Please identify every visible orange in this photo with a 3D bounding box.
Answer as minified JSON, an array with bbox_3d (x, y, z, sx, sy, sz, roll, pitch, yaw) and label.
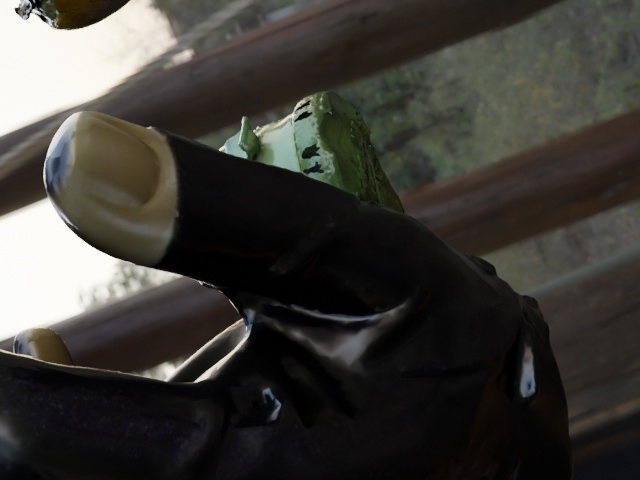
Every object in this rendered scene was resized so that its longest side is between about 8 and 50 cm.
[{"bbox_3d":[-0.193,-0.253,1.095,0.112,0.170,0.160,29,-149,-16],"label":"orange"}]

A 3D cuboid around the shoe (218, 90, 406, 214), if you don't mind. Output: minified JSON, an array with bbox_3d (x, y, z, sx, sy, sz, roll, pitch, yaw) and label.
[{"bbox_3d":[0.007,-0.002,0.902,0.262,0.128,0.140,69,-155,-52],"label":"shoe"}]

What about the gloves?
[{"bbox_3d":[-0.048,0.052,0.439,0.152,0.301,0.197,-99,31,-55],"label":"gloves"}]
